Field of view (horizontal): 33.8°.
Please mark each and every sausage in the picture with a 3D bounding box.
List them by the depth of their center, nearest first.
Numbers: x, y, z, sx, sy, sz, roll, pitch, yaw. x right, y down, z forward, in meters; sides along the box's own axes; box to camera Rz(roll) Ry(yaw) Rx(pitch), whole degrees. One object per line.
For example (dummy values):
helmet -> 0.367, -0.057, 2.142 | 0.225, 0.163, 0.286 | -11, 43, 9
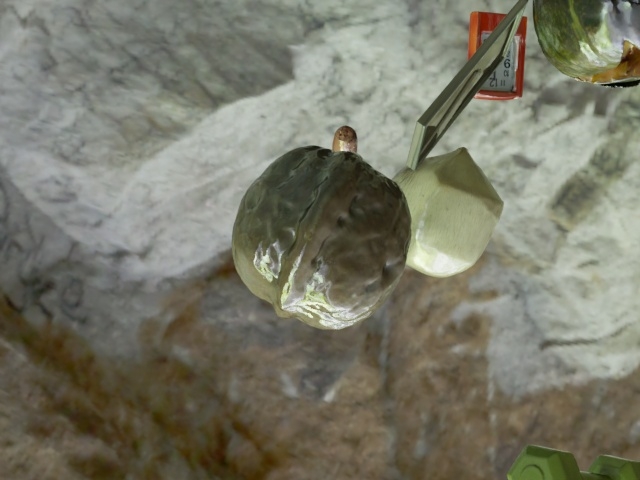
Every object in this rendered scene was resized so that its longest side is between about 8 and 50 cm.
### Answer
sausage -> 0.038, -0.113, 1.580 | 0.043, 0.043, 0.186 | -59, -14, -19

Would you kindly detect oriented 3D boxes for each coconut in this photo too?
coconut -> 0.203, -0.053, 1.776 | 0.224, 0.224, 0.224 | -27, -55, -46

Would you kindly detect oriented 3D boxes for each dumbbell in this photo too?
dumbbell -> 0.438, 0.409, 1.762 | 0.302, 0.108, 0.121 | 18, -72, -43

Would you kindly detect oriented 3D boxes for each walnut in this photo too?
walnut -> 0.000, 0.000, 1.246 | 0.224, 0.224, 0.224 | -27, -55, -46

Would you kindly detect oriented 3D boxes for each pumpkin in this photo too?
pumpkin -> 0.449, -0.334, 1.489 | 0.320, 0.320, 0.192 | -5, -98, -53

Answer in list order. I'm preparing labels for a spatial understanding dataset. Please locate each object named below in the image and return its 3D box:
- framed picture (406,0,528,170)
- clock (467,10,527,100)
framed picture -> 0.221, -0.231, 1.591 | 0.260, 0.023, 0.189 | -50, -9, -12
clock -> 0.314, -0.333, 1.916 | 0.113, 0.061, 0.155 | 0, -85, -27
